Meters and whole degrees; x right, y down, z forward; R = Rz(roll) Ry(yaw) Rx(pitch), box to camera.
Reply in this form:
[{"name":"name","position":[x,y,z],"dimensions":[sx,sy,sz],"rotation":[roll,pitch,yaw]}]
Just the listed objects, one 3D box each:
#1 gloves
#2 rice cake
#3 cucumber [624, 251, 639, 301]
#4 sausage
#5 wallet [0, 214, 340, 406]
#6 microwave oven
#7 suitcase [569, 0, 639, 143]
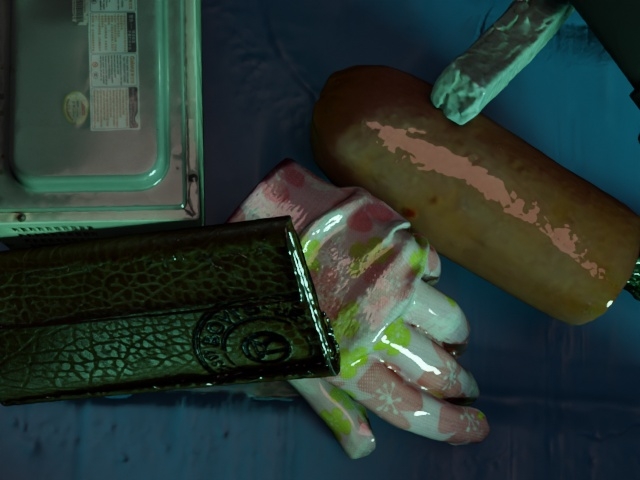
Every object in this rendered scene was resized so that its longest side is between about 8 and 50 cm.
[{"name":"gloves","position":[0.034,0.060,0.746],"dimensions":[0.241,0.126,0.145],"rotation":[41,73,2]},{"name":"rice cake","position":[0.156,-0.163,0.803],"dimensions":[0.042,0.045,0.245],"rotation":[35,49,9]},{"name":"cucumber","position":[0.345,0.054,0.849],"dimensions":[0.257,0.043,0.044],"rotation":[17,82,-8]},{"name":"sausage","position":[0.109,-0.041,0.785],"dimensions":[0.259,0.113,0.113],"rotation":[31,75,-2]},{"name":"wallet","position":[-0.119,0.052,0.672],"dimensions":[0.243,0.133,0.039],"rotation":[-7,37,13]},{"name":"microwave oven","position":[-0.149,-0.115,0.704],"dimensions":[0.145,0.194,0.240],"rotation":[-1,80,-2]},{"name":"suitcase","position":[0.287,-0.286,0.795],"dimensions":[0.345,0.188,0.339],"rotation":[51,51,-4]}]
